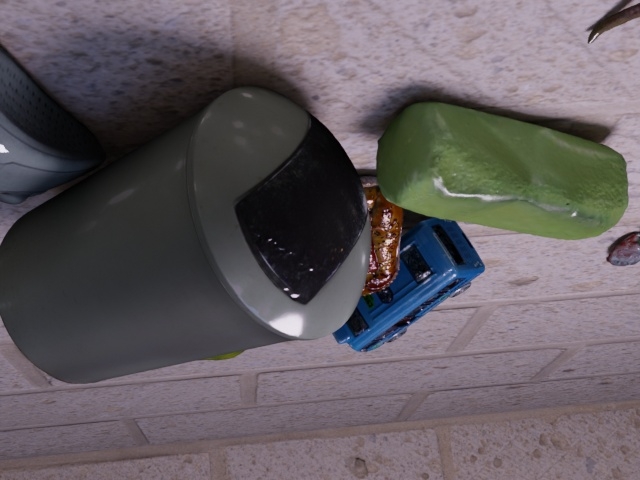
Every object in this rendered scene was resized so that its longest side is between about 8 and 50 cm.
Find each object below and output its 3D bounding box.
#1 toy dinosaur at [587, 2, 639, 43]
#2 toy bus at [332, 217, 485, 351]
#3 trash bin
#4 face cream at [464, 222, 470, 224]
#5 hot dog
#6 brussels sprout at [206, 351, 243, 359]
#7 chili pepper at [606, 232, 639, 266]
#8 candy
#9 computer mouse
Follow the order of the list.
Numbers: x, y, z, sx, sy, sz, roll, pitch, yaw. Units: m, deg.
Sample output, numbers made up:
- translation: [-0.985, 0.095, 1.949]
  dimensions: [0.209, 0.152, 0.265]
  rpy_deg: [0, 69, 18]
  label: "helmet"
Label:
- translation: [0.351, -0.261, 0.834]
  dimensions: [0.199, 0.072, 0.251]
  rpy_deg: [-1, 172, 14]
  label: "toy dinosaur"
- translation: [0.120, 0.071, 1.414]
  dimensions: [0.246, 0.114, 0.134]
  rpy_deg: [-39, 163, 27]
  label: "toy bus"
- translation: [-0.150, 0.008, 1.061]
  dimensions: [0.432, 0.281, 0.280]
  rpy_deg: [-19, 155, 35]
  label: "trash bin"
- translation: [0.294, -0.059, 1.319]
  dimensions: [0.182, 0.051, 0.072]
  rpy_deg: [-10, 155, 8]
  label: "face cream"
- translation: [0.065, -0.004, 1.279]
  dimensions: [0.108, 0.059, 0.191]
  rpy_deg: [-8, 126, -9]
  label: "hot dog"
- translation: [-0.186, 0.090, 1.359]
  dimensions: [0.223, 0.223, 0.161]
  rpy_deg: [6, 116, -28]
  label: "brussels sprout"
- translation: [0.541, 0.022, 1.615]
  dimensions: [0.050, 0.041, 0.153]
  rpy_deg: [36, 157, 6]
  label: "chili pepper"
- translation: [0.233, -0.080, 1.153]
  dimensions: [0.343, 0.132, 0.142]
  rpy_deg: [9, 174, -30]
  label: "candy"
- translation: [-0.366, -0.104, 0.936]
  dimensions: [0.188, 0.122, 0.371]
  rpy_deg: [-12, 161, 15]
  label: "computer mouse"
